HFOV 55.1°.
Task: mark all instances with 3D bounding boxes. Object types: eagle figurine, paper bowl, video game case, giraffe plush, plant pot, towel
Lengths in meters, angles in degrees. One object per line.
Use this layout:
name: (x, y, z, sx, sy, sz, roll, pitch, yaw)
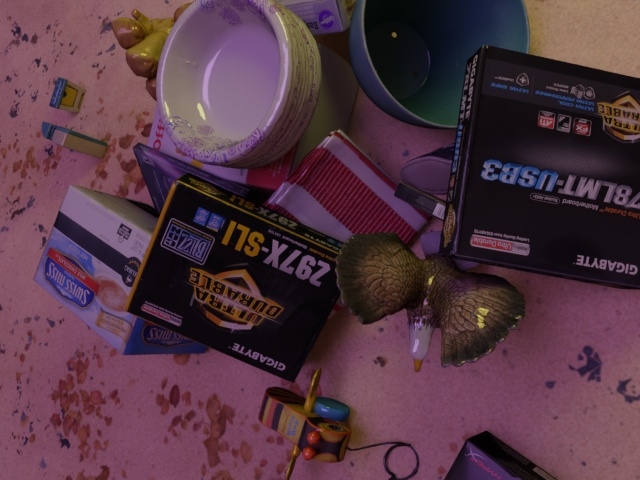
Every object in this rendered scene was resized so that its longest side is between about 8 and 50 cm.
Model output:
eagle figurine: (0.156, 0.083, 0.899, 0.226, 0.298, 0.225, -23, 74, 2)
paper bowl: (-0.127, -0.262, 1.030, 0.284, 0.148, 0.284, 0, 90, 33)
video game case: (-0.244, -0.076, 1.234, 0.274, 0.196, 0.026, 25, 56, 22)
giraffe plush: (-0.259, -0.383, 1.159, 0.170, 0.181, 0.210, -22, 34, 15)
plant pot: (0.164, -0.319, 1.012, 0.195, 0.290, 0.290, -172, 95, -71)
towel: (0.000, 0.000, 1.076, 0.237, 0.037, 0.329, 41, 107, -12)

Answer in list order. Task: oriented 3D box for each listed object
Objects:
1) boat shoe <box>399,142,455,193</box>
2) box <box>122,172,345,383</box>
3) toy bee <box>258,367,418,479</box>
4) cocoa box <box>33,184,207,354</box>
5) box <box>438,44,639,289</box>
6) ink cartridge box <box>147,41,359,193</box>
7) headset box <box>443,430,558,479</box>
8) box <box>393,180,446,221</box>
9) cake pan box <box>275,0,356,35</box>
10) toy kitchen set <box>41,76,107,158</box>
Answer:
boat shoe: (0.235, -0.132, 1.048, 0.206, 0.075, 0.065, -7, 35, 36)
box: (-0.136, 0.067, 1.045, 0.322, 0.079, 0.257, 25, 107, -6)
toy bee: (-0.005, 0.317, 1.051, 0.298, 0.162, 0.195, -9, 75, 31)
cocoa box: (-0.385, 0.063, 1.288, 0.347, 0.231, 0.228, 27, 96, 33)
box: (0.332, -0.097, 0.863, 0.295, 0.073, 0.293, 11, 84, -7)
ink cartridge box: (-0.148, -0.243, 1.233, 0.384, 0.160, 0.279, 14, 90, 33)
headset box: (0.250, 0.468, 0.893, 0.218, 0.110, 0.293, 32, 99, 31)
box: (0.202, -0.047, 0.981, 0.116, 0.162, 0.029, 31, 103, 33)
cake pan box: (-0.003, -0.450, 1.136, 0.245, 0.267, 0.070, 6, 130, 33)
toy kitchen set: (-0.645, -0.326, 1.583, 0.207, 0.122, 0.166, 21, 93, 33)
